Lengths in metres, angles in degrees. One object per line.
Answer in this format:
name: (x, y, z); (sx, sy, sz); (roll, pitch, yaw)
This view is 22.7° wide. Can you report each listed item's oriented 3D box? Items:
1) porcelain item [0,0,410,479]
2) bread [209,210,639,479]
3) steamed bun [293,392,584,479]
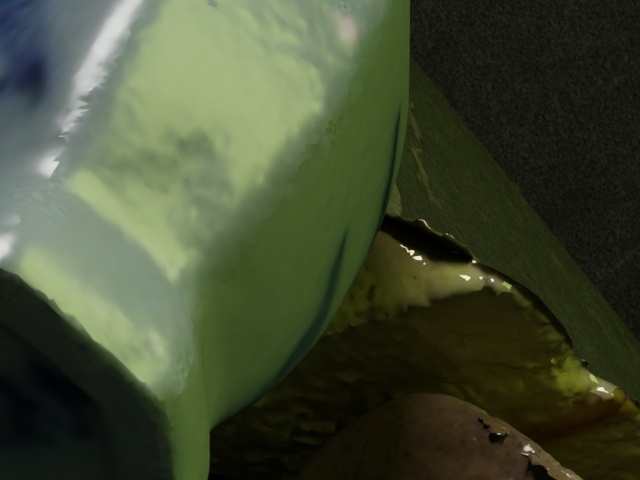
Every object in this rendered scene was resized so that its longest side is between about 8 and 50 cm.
porcelain item: (-0.081, -0.055, 0.653); (0.178, 0.242, 0.405); (62, 28, -31)
bread: (0.000, 0.000, 0.960); (0.345, 0.242, 0.405); (36, 26, -58)
steamed bun: (0.104, 0.240, 0.750); (0.301, 0.199, 0.251); (37, -14, 41)
